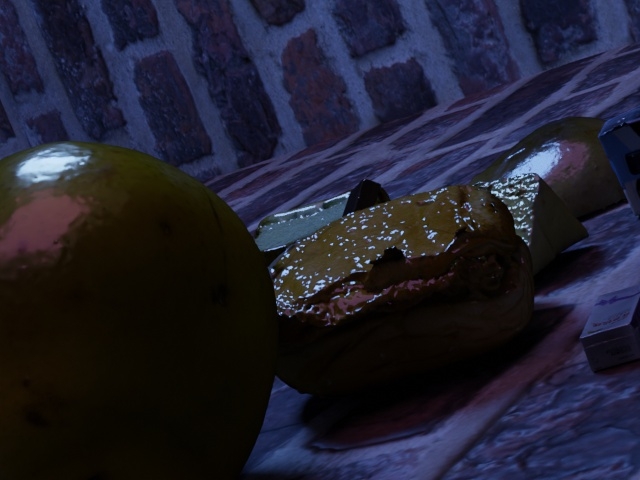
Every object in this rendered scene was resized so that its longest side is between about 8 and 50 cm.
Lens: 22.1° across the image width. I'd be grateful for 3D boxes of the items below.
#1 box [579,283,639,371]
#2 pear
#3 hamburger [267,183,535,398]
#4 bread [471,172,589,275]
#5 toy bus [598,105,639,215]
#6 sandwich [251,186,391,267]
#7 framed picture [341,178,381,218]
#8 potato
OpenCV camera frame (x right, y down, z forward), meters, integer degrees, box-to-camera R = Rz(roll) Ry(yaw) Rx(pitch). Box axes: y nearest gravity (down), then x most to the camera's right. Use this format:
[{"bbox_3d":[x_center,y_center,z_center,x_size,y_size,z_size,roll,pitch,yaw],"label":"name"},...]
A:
[{"bbox_3d":[0.269,0.077,1.468,0.050,0.036,0.117,-19,10,21],"label":"box"},{"bbox_3d":[-0.209,0.098,1.462,0.362,0.362,0.418,-21,34,5],"label":"pear"},{"bbox_3d":[0.071,0.056,1.662,0.318,0.158,0.318,-20,9,4],"label":"hamburger"},{"bbox_3d":[0.168,0.009,1.905,0.266,0.142,0.178,-12,-2,38],"label":"bread"},{"bbox_3d":[0.484,-0.135,1.909,0.297,0.131,0.106,-18,10,20],"label":"toy bus"},{"bbox_3d":[0.000,0.001,2.372,0.226,0.087,0.251,-22,12,7],"label":"sandwich"},{"bbox_3d":[0.029,0.014,1.992,0.023,0.168,0.128,19,-8,-5],"label":"framed picture"},{"bbox_3d":[0.304,-0.088,2.139,0.299,0.116,0.239,-22,13,10],"label":"potato"}]
